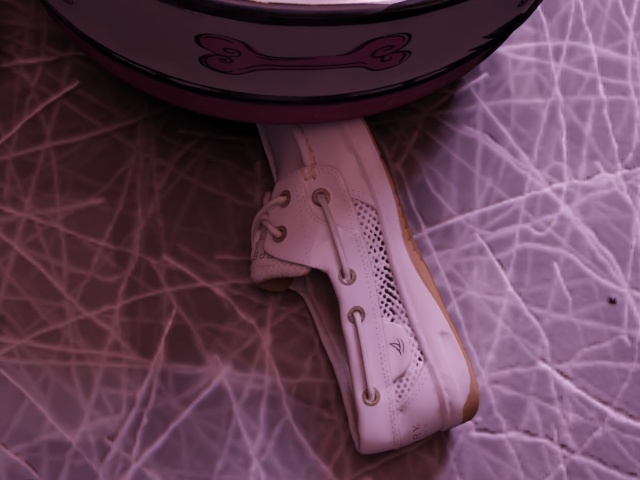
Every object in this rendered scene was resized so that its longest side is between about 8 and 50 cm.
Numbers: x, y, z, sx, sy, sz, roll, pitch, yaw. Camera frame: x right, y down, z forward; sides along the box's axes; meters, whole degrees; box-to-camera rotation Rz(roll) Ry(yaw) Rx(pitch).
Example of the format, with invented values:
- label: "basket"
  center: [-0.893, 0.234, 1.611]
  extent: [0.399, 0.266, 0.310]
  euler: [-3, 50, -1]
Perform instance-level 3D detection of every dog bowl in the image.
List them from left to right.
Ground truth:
- label: "dog bowl"
  center: [-0.019, -0.245, 1.142]
  extent: [0.408, 0.150, 0.408]
  euler: [2, 55, -3]

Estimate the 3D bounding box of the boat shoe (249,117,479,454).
- label: "boat shoe"
  center: [0.000, 0.000, 1.155]
  extent: [0.096, 0.098, 0.277]
  euler: [-23, 80, -13]
